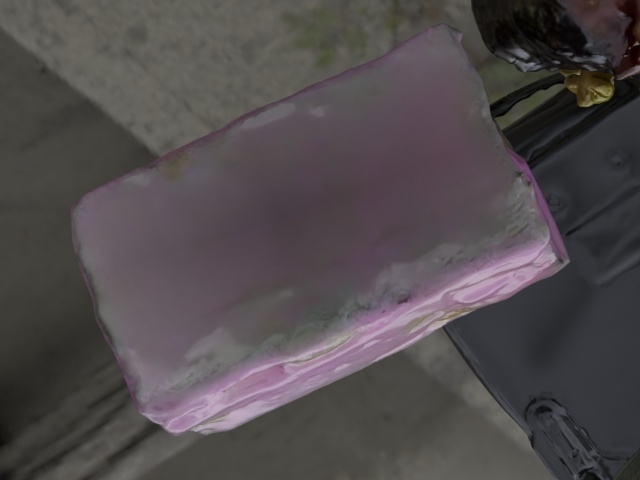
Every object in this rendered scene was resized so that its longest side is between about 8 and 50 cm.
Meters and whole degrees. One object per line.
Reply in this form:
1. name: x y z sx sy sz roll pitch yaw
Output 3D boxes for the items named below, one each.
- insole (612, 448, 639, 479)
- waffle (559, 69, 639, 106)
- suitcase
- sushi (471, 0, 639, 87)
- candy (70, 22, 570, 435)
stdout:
1. insole: 0.255 0.150 1.254 0.003 0.080 0.232 25 124 -14
2. waffle: 0.228 -0.252 1.298 0.260 0.293 0.069 -42 146 16
3. suitcase: 0.265 0.008 1.487 0.345 0.188 0.339 -34 107 10
4. sushi: 0.242 -0.182 1.058 0.343 0.182 0.196 5 88 -31
5. candy: 0.000 0.000 1.044 0.265 0.155 0.116 -24 160 5
